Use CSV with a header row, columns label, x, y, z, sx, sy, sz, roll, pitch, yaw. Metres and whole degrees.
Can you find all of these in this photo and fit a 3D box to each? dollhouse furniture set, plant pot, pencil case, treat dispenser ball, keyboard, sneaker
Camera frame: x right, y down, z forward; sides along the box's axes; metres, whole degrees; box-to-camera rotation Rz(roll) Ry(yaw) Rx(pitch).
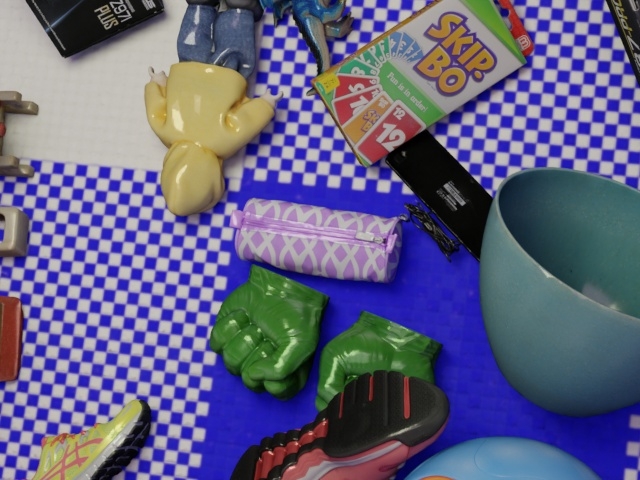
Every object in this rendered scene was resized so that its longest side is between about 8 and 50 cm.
label,x,y,z,sx,sy,sz,roll,pitch,yaw
dollhouse furniture set,-0.461,-0.012,1.835,0.152,0.201,0.374,0,80,10
plant pot,0.294,0.080,1.667,0.290,0.290,0.195,29,122,14
pencil case,0.000,0.000,1.806,0.206,0.088,0.086,7,85,13
treat dispenser ball,0.195,0.352,1.601,0.288,0.288,0.288,-2,79,10
keyboard,0.150,-0.041,1.822,0.100,0.038,0.192,-35,73,-22
sneaker,-0.293,0.258,1.816,0.208,0.081,0.094,-45,73,0
sneaker,0.040,0.252,1.700,0.314,0.136,0.116,-31,31,32

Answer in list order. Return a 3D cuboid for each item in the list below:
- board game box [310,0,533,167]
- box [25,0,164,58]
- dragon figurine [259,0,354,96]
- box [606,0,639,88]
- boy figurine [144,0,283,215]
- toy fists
label,x,y,z,sx,sy,sz,roll,pitch,yaw
board game box,0.129,-0.209,1.810,0.259,0.039,0.124,-34,108,-5
box,-0.300,-0.339,1.873,0.147,0.180,0.077,-24,42,4
dragon figurine,-0.030,-0.312,1.871,0.144,0.085,0.289,8,81,12
box,0.513,-0.316,1.668,0.395,0.097,0.318,-28,112,-2
boy figurine,-0.133,-0.166,1.860,0.177,0.092,0.285,5,81,12
toy fists,0.001,0.138,1.777,0.279,0.096,0.142,22,86,12
